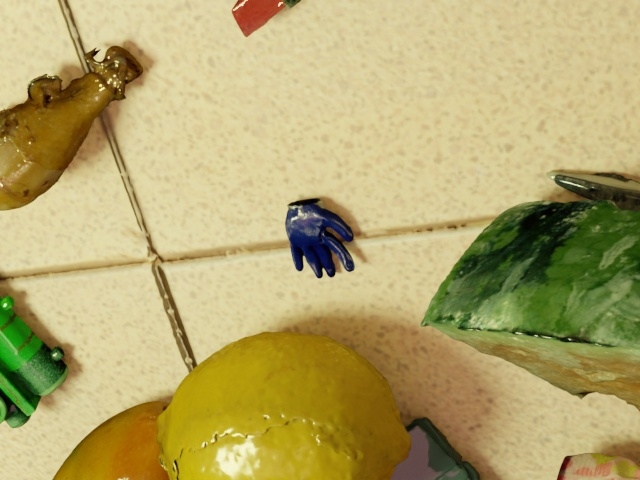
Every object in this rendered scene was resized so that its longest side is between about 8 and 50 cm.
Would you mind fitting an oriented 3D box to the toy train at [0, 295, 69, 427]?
[{"bbox_3d":[-0.369,0.085,1.449,0.119,0.085,0.251,-35,109,14],"label":"toy train"}]

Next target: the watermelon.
[{"bbox_3d":[0.260,0.056,1.148,0.264,0.151,0.302,5,161,44],"label":"watermelon"}]

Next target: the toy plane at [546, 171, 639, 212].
[{"bbox_3d":[0.305,-0.016,1.188,0.234,0.082,0.160,7,147,13],"label":"toy plane"}]

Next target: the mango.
[{"bbox_3d":[-0.220,0.268,1.474,0.113,0.138,0.253,14,136,-43],"label":"mango"}]

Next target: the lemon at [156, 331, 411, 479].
[{"bbox_3d":[-0.039,0.186,1.332,0.260,0.204,0.204,-5,117,21],"label":"lemon"}]

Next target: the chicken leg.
[{"bbox_3d":[-0.252,-0.108,1.303,0.207,0.101,0.085,-40,107,10],"label":"chicken leg"}]

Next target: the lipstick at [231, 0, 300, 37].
[{"bbox_3d":[0.039,-0.270,1.139,0.312,0.051,0.051,-33,108,31],"label":"lipstick"}]

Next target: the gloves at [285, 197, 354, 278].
[{"bbox_3d":[0.000,0.000,1.317,0.064,0.026,0.086,-5,117,17],"label":"gloves"}]

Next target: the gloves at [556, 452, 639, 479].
[{"bbox_3d":[0.345,0.269,1.316,0.241,0.126,0.145,12,117,19],"label":"gloves"}]

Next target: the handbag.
[{"bbox_3d":[0.121,0.298,1.414,0.144,0.057,0.221,-40,94,13],"label":"handbag"}]
